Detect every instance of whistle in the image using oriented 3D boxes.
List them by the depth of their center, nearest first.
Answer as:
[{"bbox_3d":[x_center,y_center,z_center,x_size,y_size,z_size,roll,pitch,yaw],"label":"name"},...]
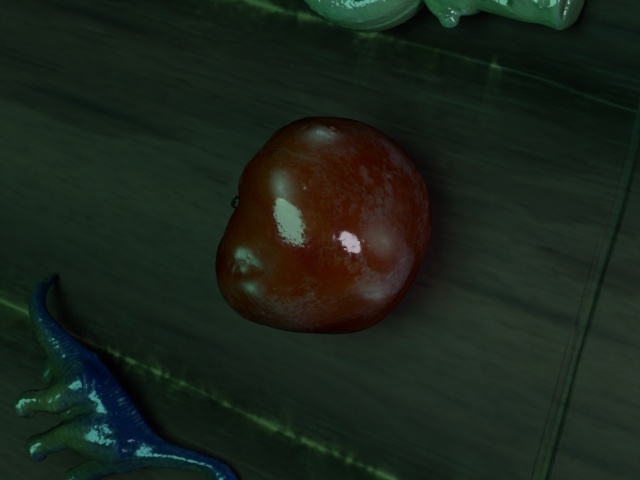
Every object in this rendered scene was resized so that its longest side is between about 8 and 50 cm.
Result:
[{"bbox_3d":[0.079,-0.210,1.368,0.258,0.067,0.126,18,89,28],"label":"whistle"}]

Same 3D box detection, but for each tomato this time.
[{"bbox_3d":[0.000,0.000,1.365,0.151,0.187,0.187,37,112,5],"label":"tomato"}]

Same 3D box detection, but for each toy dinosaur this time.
[{"bbox_3d":[-0.171,0.129,1.559,0.188,0.075,0.247,-18,75,24],"label":"toy dinosaur"}]
